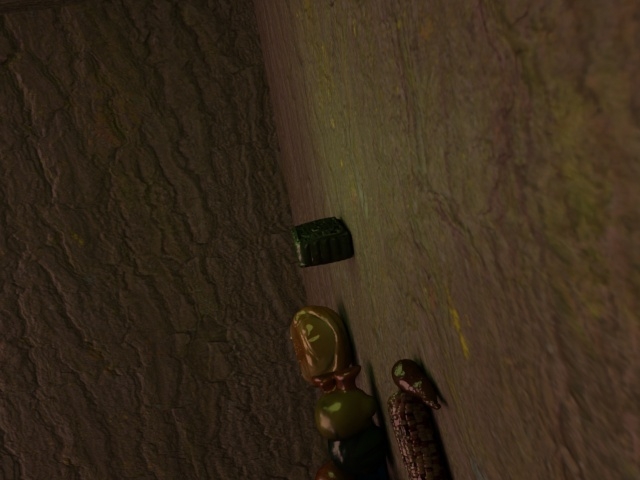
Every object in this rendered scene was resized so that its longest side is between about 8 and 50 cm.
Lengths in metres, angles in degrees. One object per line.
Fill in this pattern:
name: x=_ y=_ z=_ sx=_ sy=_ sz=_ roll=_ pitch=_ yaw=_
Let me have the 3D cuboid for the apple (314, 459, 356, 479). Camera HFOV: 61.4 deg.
apple: x=0.054 y=0.813 z=1.809 sx=0.131 sy=0.146 sz=0.146 roll=17 pitch=126 yaw=37

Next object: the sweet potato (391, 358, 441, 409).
sweet potato: x=0.187 y=0.289 z=1.110 sx=0.226 sy=0.068 sz=0.068 roll=-151 pitch=51 yaw=-78

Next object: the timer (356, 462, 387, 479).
timer: x=0.151 y=0.780 z=1.949 sx=0.340 sy=0.115 sz=0.309 roll=-146 pitch=43 yaw=-78

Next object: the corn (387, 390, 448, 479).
corn: x=0.206 y=0.437 z=1.120 sx=0.086 sy=0.086 sz=0.253 roll=95 pitch=162 yaw=-65

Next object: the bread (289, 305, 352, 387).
bread: x=0.016 y=0.394 z=2.085 sx=0.270 sy=0.211 sz=0.315 roll=113 pitch=138 yaw=-63

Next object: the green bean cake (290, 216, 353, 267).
green bean cake: x=0.000 y=0.000 z=1.688 sx=0.181 sy=0.173 sz=0.094 roll=-112 pitch=11 yaw=-66

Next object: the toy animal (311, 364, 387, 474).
toy animal: x=0.083 y=0.583 z=1.715 sx=0.191 sy=0.216 sz=0.338 roll=-8 pitch=-103 yaw=-54
